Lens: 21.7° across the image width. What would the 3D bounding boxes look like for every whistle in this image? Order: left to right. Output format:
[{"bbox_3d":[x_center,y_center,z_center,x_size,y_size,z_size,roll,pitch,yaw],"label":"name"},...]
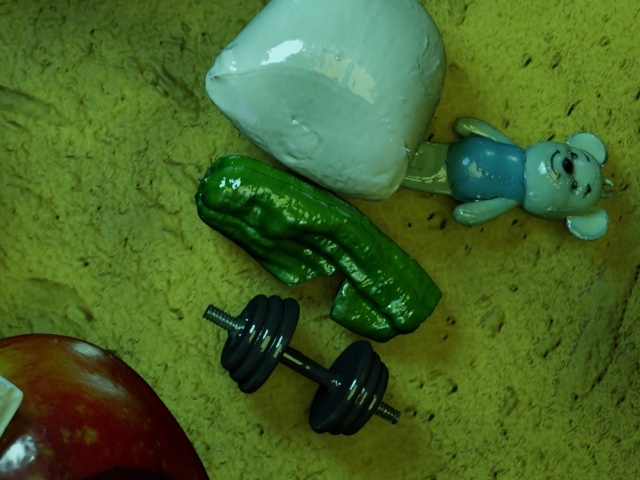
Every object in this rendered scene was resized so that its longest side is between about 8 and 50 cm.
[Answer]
[{"bbox_3d":[0.169,-0.065,1.590,0.235,0.077,0.114,7,71,-11],"label":"whistle"}]

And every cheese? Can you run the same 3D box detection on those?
[{"bbox_3d":[0.019,-0.153,1.502,0.198,0.154,0.189,34,57,-6],"label":"cheese"}]

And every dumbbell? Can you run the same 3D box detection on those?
[{"bbox_3d":[-0.016,0.115,1.535,0.208,0.099,0.099,30,84,-13],"label":"dumbbell"}]

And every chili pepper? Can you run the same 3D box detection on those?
[{"bbox_3d":[-0.001,0.001,1.540,0.253,0.083,0.099,35,122,-14],"label":"chili pepper"}]

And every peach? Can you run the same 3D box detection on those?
[{"bbox_3d":[-0.217,0.206,1.421,0.274,0.248,0.245,24,55,-42],"label":"peach"}]

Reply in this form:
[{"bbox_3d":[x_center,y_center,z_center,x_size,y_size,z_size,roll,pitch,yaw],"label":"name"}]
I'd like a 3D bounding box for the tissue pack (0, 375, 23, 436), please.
[{"bbox_3d":[-0.392,0.121,1.347,0.071,0.325,0.170,34,83,-50],"label":"tissue pack"}]
